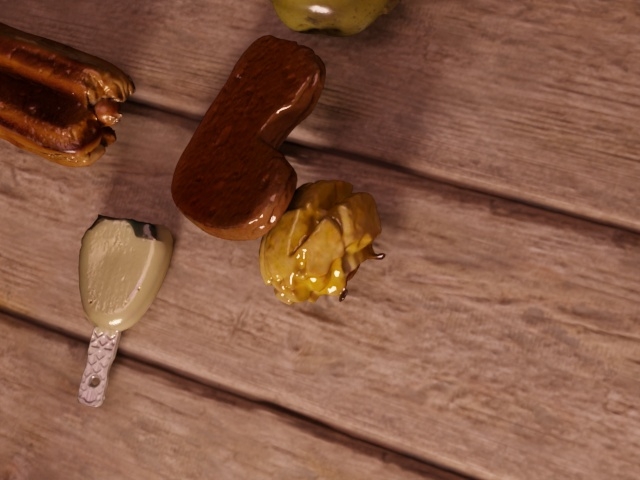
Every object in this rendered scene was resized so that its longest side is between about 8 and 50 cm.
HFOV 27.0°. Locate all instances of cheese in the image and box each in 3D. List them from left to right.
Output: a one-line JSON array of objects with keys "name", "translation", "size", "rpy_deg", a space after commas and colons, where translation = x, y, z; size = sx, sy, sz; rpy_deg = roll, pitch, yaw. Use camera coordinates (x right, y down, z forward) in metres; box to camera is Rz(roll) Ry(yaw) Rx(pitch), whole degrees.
[{"name": "cheese", "translation": [-0.275, 0.093, 1.752], "size": [0.127, 0.054, 0.252], "rpy_deg": [8, 79, 23]}]

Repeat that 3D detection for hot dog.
[{"name": "hot dog", "translation": [-0.411, -0.206, 1.858], "size": [0.348, 0.117, 0.158], "rpy_deg": [21, 78, 27]}]

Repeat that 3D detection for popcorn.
[{"name": "popcorn", "translation": [0.000, 0.000, 1.624], "size": [0.152, 0.148, 0.167], "rpy_deg": [38, 109, -4]}]

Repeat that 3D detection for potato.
[{"name": "potato", "translation": [0.038, -0.371, 1.714], "size": [0.197, 0.148, 0.228], "rpy_deg": [2, 74, 35]}]

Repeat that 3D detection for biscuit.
[{"name": "biscuit", "translation": [-0.073, -0.128, 1.683], "size": [0.262, 0.052, 0.277], "rpy_deg": [17, 76, 55]}]
